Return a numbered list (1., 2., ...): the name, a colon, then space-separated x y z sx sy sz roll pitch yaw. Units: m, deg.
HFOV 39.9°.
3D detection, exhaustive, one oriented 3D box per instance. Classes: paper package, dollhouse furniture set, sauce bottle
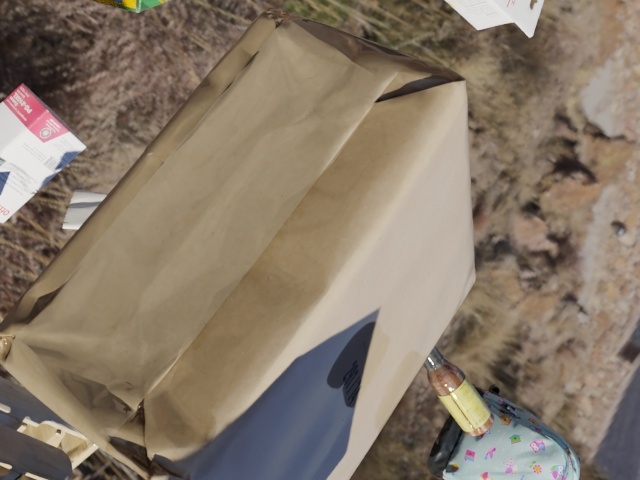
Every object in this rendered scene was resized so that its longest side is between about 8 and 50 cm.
1. paper package: -0.025 0.046 0.662 0.309 0.168 0.325 -53 157 -15
2. dollhouse furniture set: -0.544 0.462 1.522 0.256 0.394 0.362 34 117 -32
3. sauce bottle: 0.152 0.167 1.012 0.042 0.042 0.128 -40 107 -20

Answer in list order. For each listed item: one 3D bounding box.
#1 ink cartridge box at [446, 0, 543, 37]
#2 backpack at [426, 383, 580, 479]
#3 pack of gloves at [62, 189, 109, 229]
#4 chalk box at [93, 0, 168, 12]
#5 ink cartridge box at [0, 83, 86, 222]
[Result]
1. ink cartridge box: 0.192 -0.327 1.054 0.181 0.061 0.104 31 72 -35
2. backpack: 0.241 0.283 1.139 0.152 0.182 0.115 -65 156 2
3. pack of gloves: -0.324 0.016 1.488 0.046 0.232 0.195 93 5 -58
4. chalk box: -0.314 -0.526 1.537 0.289 0.180 0.179 -47 150 -58
5. ink cartridge box: -0.617 -0.170 1.765 0.237 0.100 0.172 -44 158 -5
